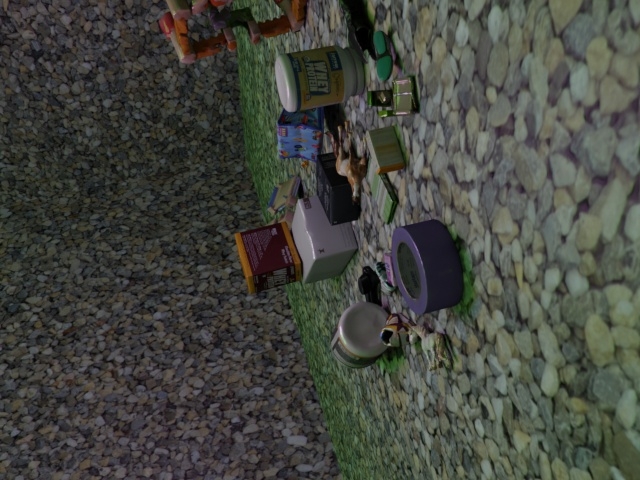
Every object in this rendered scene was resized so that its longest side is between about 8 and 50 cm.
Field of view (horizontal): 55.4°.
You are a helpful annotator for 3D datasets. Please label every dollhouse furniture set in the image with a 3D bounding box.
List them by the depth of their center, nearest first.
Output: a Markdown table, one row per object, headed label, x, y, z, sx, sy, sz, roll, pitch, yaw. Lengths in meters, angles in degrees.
| label | x | y | z | sx | sy | sz | roll | pitch | yaw |
| --- | --- | --- | --- | --- | --- | --- | --- | --- | --- |
| dollhouse furniture set | 0.165 | -0.299 | 1.285 | 0.151 | 0.058 | 0.076 | 12 | 108 | 57 |
| dollhouse furniture set | -0.090 | -0.140 | 2.632 | 0.286 | 0.198 | 0.304 | -30 | 40 | 57 |

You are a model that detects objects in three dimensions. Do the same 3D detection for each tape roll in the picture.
| label | x | y | z | sx | sy | sz | roll | pitch | yaw |
| --- | --- | --- | --- | --- | --- | --- | --- | --- | --- |
| tape roll | 0.218 | 0.055 | 1.271 | 0.189 | 0.080 | 0.189 | 167 | 90 | -78 |

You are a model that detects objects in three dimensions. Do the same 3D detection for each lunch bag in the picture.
| label | x | y | z | sx | sy | sz | roll | pitch | yaw |
| --- | --- | --- | --- | --- | --- | --- | --- | --- | --- |
| lunch bag | -0.046 | -0.422 | 1.869 | 0.221 | 0.138 | 0.293 | 97 | 180 | -72 |

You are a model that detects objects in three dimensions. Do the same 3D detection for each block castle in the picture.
| label | x | y | z | sx | sy | sz | roll | pitch | yaw |
| --- | --- | --- | --- | --- | --- | --- | --- | --- | --- |
| block castle | -0.265 | -0.743 | 1.829 | 0.303 | 0.453 | 0.213 | 111 | 137 | -72 |

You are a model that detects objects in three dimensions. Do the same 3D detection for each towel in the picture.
| label | x | y | z | sx | sy | sz | roll | pitch | yaw |
| --- | --- | --- | --- | --- | --- | --- | --- | --- | --- |
| towel | 0.155 | -0.130 | 1.543 | 0.113 | 0.023 | 0.152 | 93 | 159 | -60 |

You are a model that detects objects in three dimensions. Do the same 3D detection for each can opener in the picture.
| label | x | y | z | sx | sy | sz | roll | pitch | yaw |
| --- | --- | --- | --- | --- | --- | --- | --- | --- | --- |
| can opener | 0.146 | 0.148 | 1.802 | 0.059 | 0.073 | 0.186 | 55 | 166 | 42 |

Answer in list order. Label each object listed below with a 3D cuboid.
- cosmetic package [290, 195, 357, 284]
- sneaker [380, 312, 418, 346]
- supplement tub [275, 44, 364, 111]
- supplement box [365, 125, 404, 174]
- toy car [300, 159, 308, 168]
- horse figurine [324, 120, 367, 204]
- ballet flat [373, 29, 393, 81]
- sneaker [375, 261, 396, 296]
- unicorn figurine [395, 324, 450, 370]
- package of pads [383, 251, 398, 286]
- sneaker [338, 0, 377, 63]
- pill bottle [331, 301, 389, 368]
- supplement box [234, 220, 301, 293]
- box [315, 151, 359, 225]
| label | x | y | z | sx | sy | sz | roll | pitch | yaw |
| --- | --- | --- | --- | --- | --- | --- | --- | --- | --- |
| cosmetic package | 0.000 | 0.000 | 2.111 | 0.385 | 0.156 | 0.217 | 121 | 135 | -72 |
| sneaker | 0.189 | 0.236 | 1.607 | 0.185 | 0.083 | 0.070 | 180 | 78 | -78 |
| supplement tub | -0.003 | -0.410 | 1.535 | 0.144 | 0.199 | 0.144 | 167 | 90 | -79 |
| supplement box | 0.146 | -0.205 | 1.383 | 0.036 | 0.062 | 0.099 | 114 | 142 | -74 |
| toy car | -0.072 | -0.333 | 2.438 | 0.040 | 0.060 | 0.122 | -51 | 56 | 17 |
| horse figurine | 0.079 | -0.226 | 1.687 | 0.263 | 0.066 | 0.175 | -124 | 29 | -60 |
| ballet flat | 0.138 | -0.385 | 1.285 | 0.041 | 0.041 | 0.114 | 129 | 135 | -76 |
| sneaker | 0.173 | 0.111 | 1.663 | 0.069 | 0.038 | 0.098 | 92 | 162 | -50 |
| unicorn figurine | 0.251 | 0.243 | 1.406 | 0.162 | 0.060 | 0.111 | -39 | 63 | 60 |
| package of pads | 0.188 | 0.073 | 1.566 | 0.050 | 0.031 | 0.083 | -140 | 39 | -76 |
| sneaker | 0.087 | -0.492 | 1.392 | 0.089 | 0.051 | 0.170 | -130 | 24 | -66 |
| pill bottle | 0.117 | 0.296 | 1.836 | 0.278 | 0.162 | 0.162 | 105 | 151 | -68 |
| supplement box | -0.188 | 0.061 | 2.199 | 0.129 | 0.194 | 0.191 | 91 | 162 | -56 |
| box | 0.051 | -0.157 | 1.828 | 0.156 | 0.093 | 0.158 | 89 | 165 | -46 |
